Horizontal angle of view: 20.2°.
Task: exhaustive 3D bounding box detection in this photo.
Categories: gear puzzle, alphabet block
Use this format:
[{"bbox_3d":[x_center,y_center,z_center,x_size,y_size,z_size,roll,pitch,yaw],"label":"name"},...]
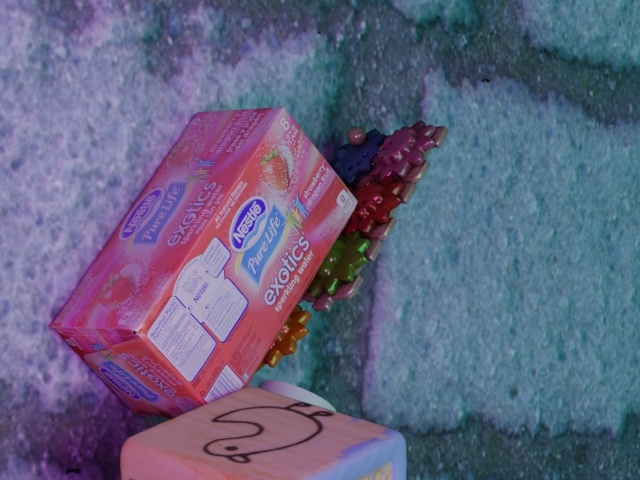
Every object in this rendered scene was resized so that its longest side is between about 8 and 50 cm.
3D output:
[{"bbox_3d":[0.000,0.000,1.924,0.044,0.175,0.339,46,60,-27],"label":"gear puzzle"},{"bbox_3d":[-0.051,0.268,1.670,0.192,0.197,0.193,-18,114,-49],"label":"alphabet block"}]

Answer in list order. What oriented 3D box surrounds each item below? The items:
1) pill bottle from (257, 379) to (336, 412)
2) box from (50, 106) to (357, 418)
[{"bbox_3d":[-0.062,0.264,1.901,0.121,0.121,0.216,39,64,-39],"label":"pill bottle"},{"bbox_3d":[-0.115,0.021,1.827,0.154,0.142,0.300,51,56,-33],"label":"box"}]
